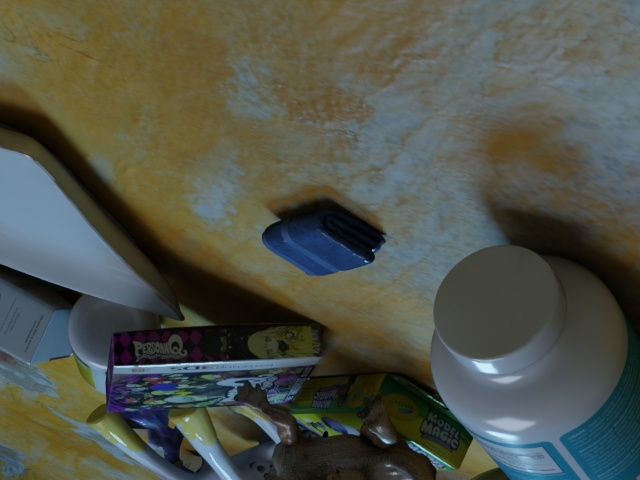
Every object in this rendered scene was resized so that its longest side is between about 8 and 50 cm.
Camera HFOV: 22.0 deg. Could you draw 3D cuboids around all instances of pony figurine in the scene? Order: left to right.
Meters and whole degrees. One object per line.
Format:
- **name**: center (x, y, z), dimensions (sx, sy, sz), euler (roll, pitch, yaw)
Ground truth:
- **pony figurine**: center (-0.125, 0.318, 2.098), dimensions (0.351, 0.303, 0.363), euler (-11, 125, 48)

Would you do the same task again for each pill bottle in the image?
- **pill bottle**: center (-0.232, 0.121, 1.888), dimensions (0.103, 0.103, 0.184), euler (24, 162, 4)
- **pill bottle**: center (0.174, 0.105, 1.235), dimensions (0.146, 0.146, 0.264), euler (14, 158, 33)

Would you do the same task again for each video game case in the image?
- **video game case**: center (-0.118, 0.135, 1.725), dimensions (0.210, 0.041, 0.232), euler (-1, 163, -10)

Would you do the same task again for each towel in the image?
- **towel**: center (0.000, 0.000, 1.365), dimensions (0.067, 0.029, 0.119), euler (32, 162, -19)

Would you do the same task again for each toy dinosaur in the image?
- **toy dinosaur**: center (0.029, 0.240, 1.693), dimensions (0.296, 0.127, 0.200), euler (-2, 154, 31)

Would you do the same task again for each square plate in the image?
- **square plate**: center (-0.331, -0.050, 1.639), dimensions (0.347, 0.049, 0.344), euler (16, 159, 28)

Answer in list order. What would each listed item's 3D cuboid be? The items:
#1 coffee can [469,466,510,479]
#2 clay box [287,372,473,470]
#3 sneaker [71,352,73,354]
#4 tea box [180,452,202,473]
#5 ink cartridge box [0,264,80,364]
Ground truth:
- **coffee can**: center (0.248, 0.311, 1.613), dimensions (0.202, 0.201, 0.275), euler (29, 162, -10)
- **clay box**: center (0.070, 0.197, 1.774), dimensions (0.127, 0.053, 0.222), euler (34, 161, -19)
- **sneaker**: center (-0.381, 0.086, 2.049), dimensions (0.262, 0.099, 0.121), euler (11, -177, 22)
- **tea box**: center (-0.059, 0.507, 2.531), dimensions (0.329, 0.220, 0.323), euler (36, 159, -29)
- **ink cartridge box**: center (-0.368, 0.068, 1.889), dimensions (0.175, 0.072, 0.127), euler (27, -174, 12)
